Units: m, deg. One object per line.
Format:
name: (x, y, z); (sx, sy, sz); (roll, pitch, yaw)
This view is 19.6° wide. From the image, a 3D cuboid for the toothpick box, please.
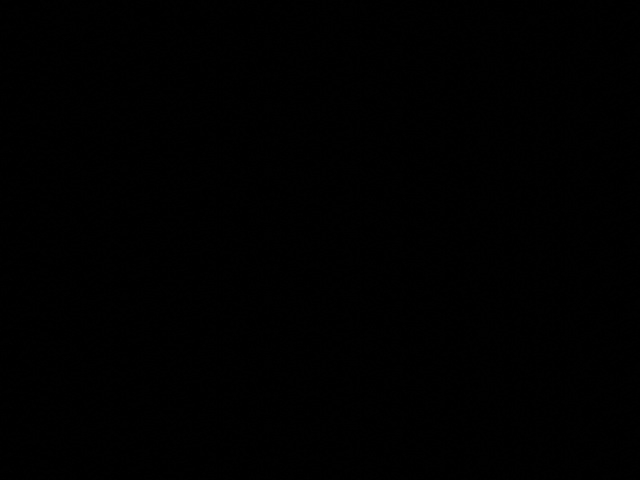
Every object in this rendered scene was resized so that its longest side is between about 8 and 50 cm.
toothpick box: (0.000, 0.000, 0.168); (0.409, 0.409, 0.425); (5, 116, 60)
